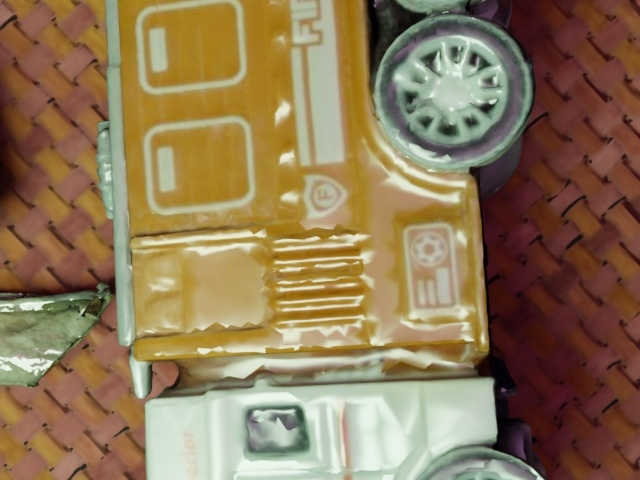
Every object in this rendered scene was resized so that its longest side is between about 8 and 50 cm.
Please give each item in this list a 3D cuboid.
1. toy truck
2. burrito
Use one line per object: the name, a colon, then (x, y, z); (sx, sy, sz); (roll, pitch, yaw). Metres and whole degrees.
toy truck: (0.000, 0.000, 0.699); (0.207, 0.173, 0.387); (-4, 84, 6)
burrito: (-0.183, 0.053, 0.773); (0.149, 0.041, 0.055); (-3, 78, 0)
